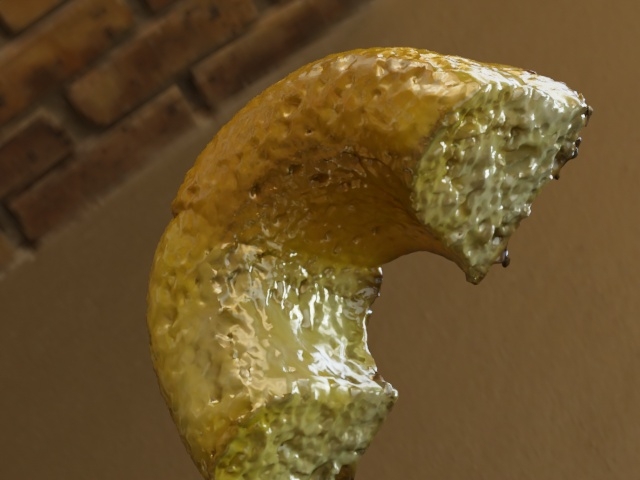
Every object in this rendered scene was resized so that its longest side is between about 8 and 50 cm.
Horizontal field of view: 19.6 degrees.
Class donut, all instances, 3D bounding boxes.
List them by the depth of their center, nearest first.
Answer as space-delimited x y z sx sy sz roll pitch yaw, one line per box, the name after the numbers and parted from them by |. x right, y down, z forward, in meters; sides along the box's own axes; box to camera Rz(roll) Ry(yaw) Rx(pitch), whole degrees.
-0.005 0.002 0.895 0.152 0.101 0.259 37 -81 41 | donut
